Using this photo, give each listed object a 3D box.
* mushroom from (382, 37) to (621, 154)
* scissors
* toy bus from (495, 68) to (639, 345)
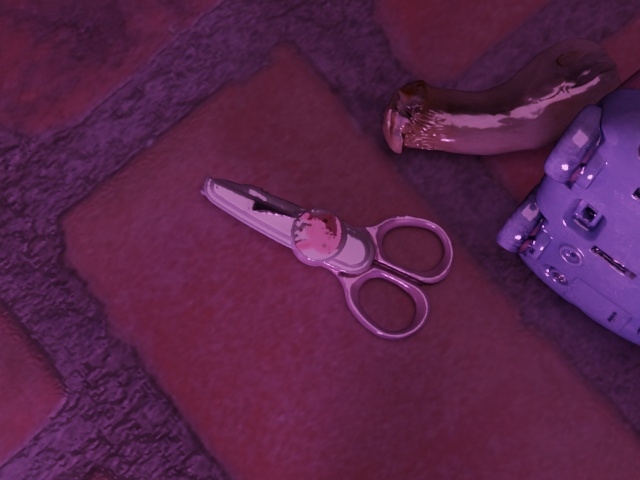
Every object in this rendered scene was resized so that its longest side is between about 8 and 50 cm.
[{"bbox_3d":[0.168,-0.123,1.704,0.223,0.081,0.092,-15,97,-2],"label":"mushroom"},{"bbox_3d":[0.000,0.000,1.696,0.242,0.030,0.118,24,78,0],"label":"scissors"},{"bbox_3d":[0.310,-0.053,1.603,0.197,0.294,0.232,36,62,8],"label":"toy bus"}]
